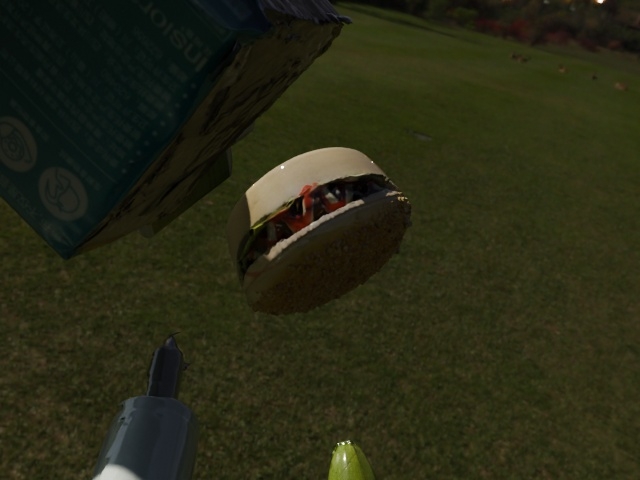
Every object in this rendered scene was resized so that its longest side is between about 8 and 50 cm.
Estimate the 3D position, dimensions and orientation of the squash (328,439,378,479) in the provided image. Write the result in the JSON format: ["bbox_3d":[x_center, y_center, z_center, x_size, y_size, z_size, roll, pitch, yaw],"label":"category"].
[{"bbox_3d":[0.034,0.286,0.635,0.066,0.066,0.201,8,55,-22],"label":"squash"}]

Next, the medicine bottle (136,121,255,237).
[{"bbox_3d":[-0.169,-0.108,0.775,0.132,0.088,0.188,33,59,27],"label":"medicine bottle"}]

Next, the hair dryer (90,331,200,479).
[{"bbox_3d":[-0.097,0.142,0.278,0.173,0.108,0.357,43,18,-21],"label":"hair dryer"}]

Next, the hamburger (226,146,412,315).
[{"bbox_3d":[0.000,0.000,1.038,0.302,0.302,0.170,-4,55,-46],"label":"hamburger"}]

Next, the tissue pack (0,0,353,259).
[{"bbox_3d":[-0.148,-0.150,0.381,0.271,0.192,0.134,48,27,-2],"label":"tissue pack"}]
